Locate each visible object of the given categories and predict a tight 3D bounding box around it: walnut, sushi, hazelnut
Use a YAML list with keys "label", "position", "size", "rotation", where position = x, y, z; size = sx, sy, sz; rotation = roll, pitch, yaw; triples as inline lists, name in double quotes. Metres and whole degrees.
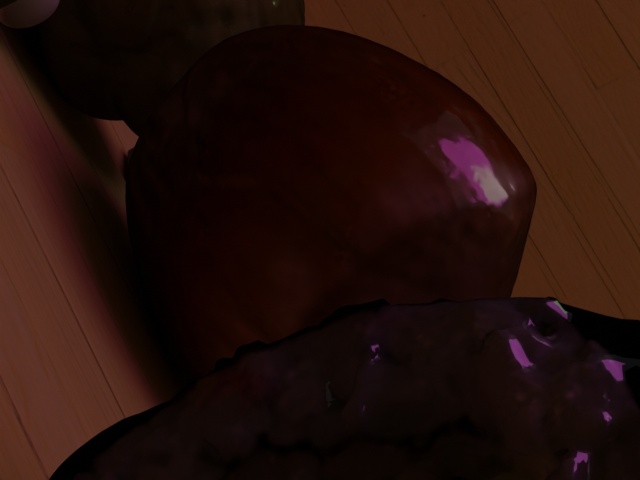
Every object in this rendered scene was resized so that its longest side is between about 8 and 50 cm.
- label: "walnut"
  position: [-0.144, -0.233, 1.374]
  size: [0.277, 0.282, 0.253]
  rotation: [91, 22, -47]
- label: "sushi"
  position: [0.076, 0.202, 0.688]
  size: [0.328, 0.328, 0.285]
  rotation: [57, 8, 26]
- label: "hazelnut"
  position: [0.000, 0.000, 1.209]
  size: [0.315, 0.372, 0.372]
  rotation: [-35, 97, -43]

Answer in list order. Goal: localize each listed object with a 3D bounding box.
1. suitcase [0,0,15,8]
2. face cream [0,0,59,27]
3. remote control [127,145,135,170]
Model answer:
- label: "suitcase"
  position: [-0.274, -0.298, 1.090]
  size: [0.194, 0.143, 0.235]
  rotation: [62, 4, 27]
- label: "face cream"
  position: [-0.295, -0.296, 1.269]
  size: [0.269, 0.082, 0.082]
  rotation: [61, 4, 24]
- label: "remote control"
  position: [-0.124, 0.013, 1.531]
  size: [0.250, 0.034, 0.103]
  rotation: [59, 4, -20]
